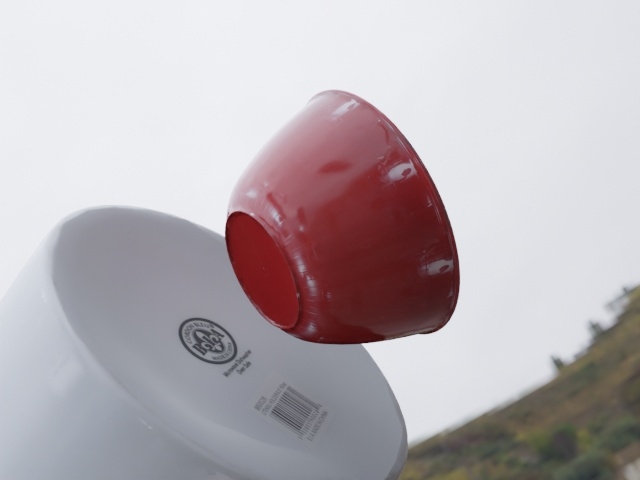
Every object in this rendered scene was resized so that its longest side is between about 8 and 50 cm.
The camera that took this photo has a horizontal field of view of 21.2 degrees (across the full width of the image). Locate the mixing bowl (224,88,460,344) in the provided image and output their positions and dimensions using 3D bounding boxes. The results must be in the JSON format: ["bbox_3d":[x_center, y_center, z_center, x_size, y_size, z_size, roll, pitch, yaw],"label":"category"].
[{"bbox_3d":[0.000,0.000,1.145,0.098,0.181,0.181,-26,-22,-27],"label":"mixing bowl"}]

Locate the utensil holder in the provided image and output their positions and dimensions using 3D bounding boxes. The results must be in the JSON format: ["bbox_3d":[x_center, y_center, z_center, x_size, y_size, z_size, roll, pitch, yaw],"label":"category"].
[{"bbox_3d":[-0.165,0.212,1.269,0.327,0.327,0.385,4,-52,-51],"label":"utensil holder"}]
